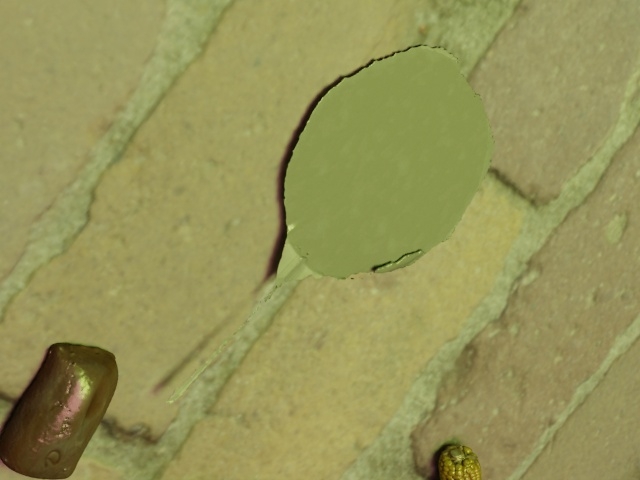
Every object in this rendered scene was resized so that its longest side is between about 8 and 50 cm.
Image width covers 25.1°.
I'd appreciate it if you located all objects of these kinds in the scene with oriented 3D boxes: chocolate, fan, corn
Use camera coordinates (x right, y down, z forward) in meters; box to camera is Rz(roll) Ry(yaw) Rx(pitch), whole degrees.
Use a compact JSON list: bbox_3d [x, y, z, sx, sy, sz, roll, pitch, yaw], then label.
[{"bbox_3d":[-0.167,0.118,0.953,0.064,0.031,0.101,21,104,-46],"label":"chocolate"},{"bbox_3d":[-0.001,0.000,1.001,0.310,0.010,0.182,-45,133,-5],"label":"fan"},{"bbox_3d":[0.117,0.210,1.202,0.037,0.037,0.092,-20,130,-23],"label":"corn"}]
